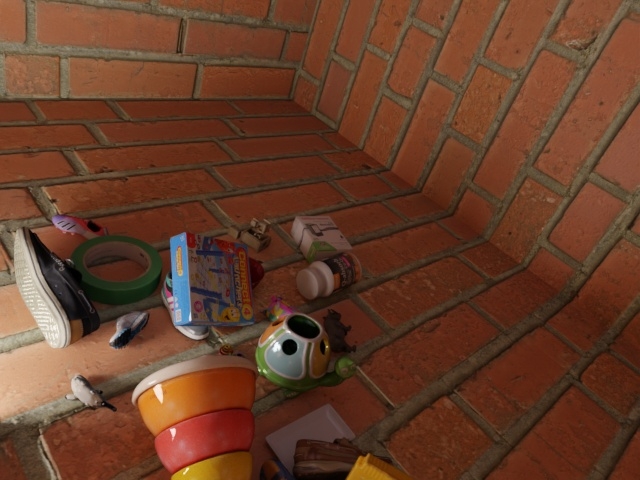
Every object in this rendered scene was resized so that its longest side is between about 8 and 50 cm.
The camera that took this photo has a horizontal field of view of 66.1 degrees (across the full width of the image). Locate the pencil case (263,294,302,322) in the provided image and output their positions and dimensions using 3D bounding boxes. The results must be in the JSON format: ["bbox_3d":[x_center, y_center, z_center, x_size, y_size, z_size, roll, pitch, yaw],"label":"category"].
[{"bbox_3d":[-0.105,0.312,1.888,0.236,0.104,0.104,33,34,17],"label":"pencil case"}]

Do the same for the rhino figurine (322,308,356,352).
[{"bbox_3d":[0.064,0.351,1.945,0.106,0.073,0.243,12,32,-18],"label":"rhino figurine"}]

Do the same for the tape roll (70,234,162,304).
[{"bbox_3d":[-0.766,0.104,1.852,0.321,0.077,0.321,14,33,-9],"label":"tape roll"}]

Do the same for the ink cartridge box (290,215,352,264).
[{"bbox_3d":[0.000,0.000,2.386,0.198,0.115,0.273,-2,39,-30],"label":"ink cartridge box"}]

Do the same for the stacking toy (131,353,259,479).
[{"bbox_3d":[-0.294,0.576,1.292,0.350,0.351,0.480,0,57,-29],"label":"stacking toy"}]

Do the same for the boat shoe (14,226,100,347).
[{"bbox_3d":[-0.892,0.143,1.639,0.156,0.187,0.500,-12,49,-47],"label":"boat shoe"}]

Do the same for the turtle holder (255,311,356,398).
[{"bbox_3d":[-0.064,0.392,1.671,0.243,0.227,0.320,-13,45,-42],"label":"turtle holder"}]

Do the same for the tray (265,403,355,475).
[{"bbox_3d":[-0.030,0.621,1.536,0.270,0.030,0.145,-13,46,-41],"label":"tray"}]

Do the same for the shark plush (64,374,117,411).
[{"bbox_3d":[-0.660,0.443,1.436,0.161,0.073,0.067,19,2,7],"label":"shark plush"}]

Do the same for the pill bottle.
[{"bbox_3d":[0.038,0.154,2.138,0.278,0.162,0.162,-18,48,-44],"label":"pill bottle"}]

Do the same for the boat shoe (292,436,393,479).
[{"bbox_3d":[0.071,0.640,1.451,0.324,0.123,0.116,15,43,-24],"label":"boat shoe"}]

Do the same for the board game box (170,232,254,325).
[{"bbox_3d":[-0.380,0.148,1.749,0.302,0.086,0.308,14,63,-54],"label":"board game box"}]

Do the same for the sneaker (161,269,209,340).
[{"bbox_3d":[-0.475,0.204,1.767,0.123,0.178,0.295,-13,45,-41],"label":"sneaker"}]

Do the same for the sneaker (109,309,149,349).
[{"bbox_3d":[-0.659,0.295,1.648,0.082,0.071,0.191,17,24,6],"label":"sneaker"}]

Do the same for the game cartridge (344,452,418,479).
[{"bbox_3d":[0.201,0.721,1.280,0.323,0.285,0.053,26,33,9],"label":"game cartridge"}]

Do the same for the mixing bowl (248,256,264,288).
[{"bbox_3d":[-0.327,0.151,2.001,0.181,0.098,0.181,14,34,-10],"label":"mixing bowl"}]

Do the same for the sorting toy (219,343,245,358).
[{"bbox_3d":[-0.306,0.394,1.707,0.102,0.042,0.061,25,33,7],"label":"sorting toy"}]

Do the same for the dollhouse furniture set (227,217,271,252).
[{"bbox_3d":[-0.314,-0.066,2.269,0.182,0.161,0.101,32,34,16],"label":"dollhouse furniture set"}]

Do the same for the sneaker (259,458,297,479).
[{"bbox_3d":[-0.052,0.721,1.330,0.131,0.112,0.296,-1,42,-49],"label":"sneaker"}]

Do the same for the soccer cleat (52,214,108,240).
[{"bbox_3d":[-0.960,-0.061,1.971,0.248,0.095,0.083,25,33,7],"label":"soccer cleat"}]
